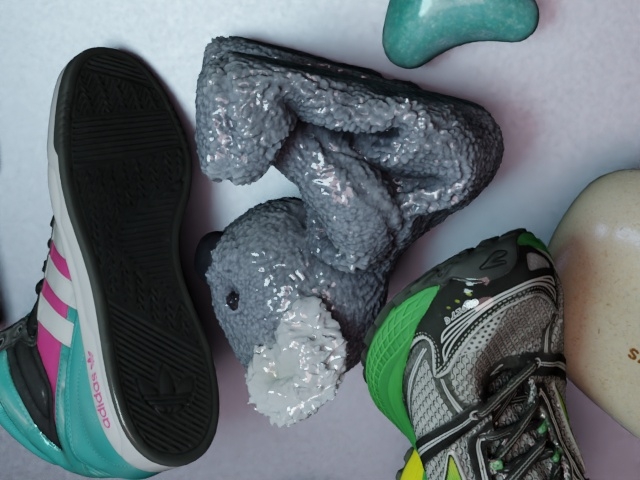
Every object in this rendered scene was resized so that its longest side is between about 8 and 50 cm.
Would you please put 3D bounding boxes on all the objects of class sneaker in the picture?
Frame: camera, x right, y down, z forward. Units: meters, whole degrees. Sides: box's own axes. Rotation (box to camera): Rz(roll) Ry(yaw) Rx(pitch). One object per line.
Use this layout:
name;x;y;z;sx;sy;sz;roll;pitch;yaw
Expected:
sneaker;0.122;0.134;0.978;0.134;0.146;0.343;-26;135;-15
sneaker;-0.164;0.031;1.086;0.178;0.124;0.295;-29;63;44

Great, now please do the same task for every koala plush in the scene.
koala plush;0.000;0.000;1.019;0.203;0.196;0.221;13;100;-5

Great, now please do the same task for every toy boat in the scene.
toy boat;0.288;0.013;0.969;0.267;0.148;0.318;37;132;17

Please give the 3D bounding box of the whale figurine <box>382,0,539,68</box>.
whale figurine;0.056;-0.242;0.975;0.216;0.141;0.272;-12;101;11
